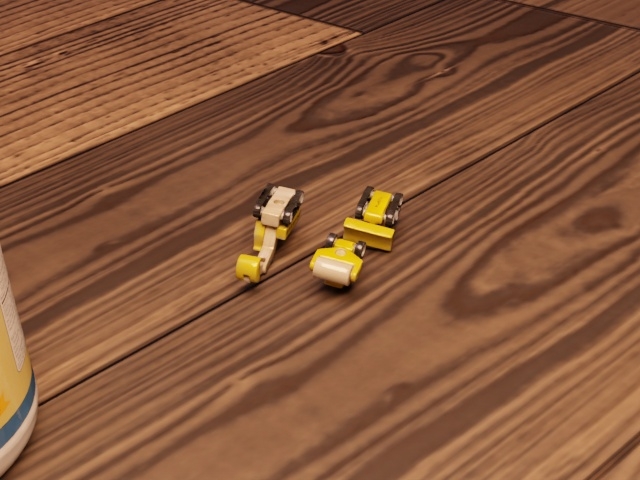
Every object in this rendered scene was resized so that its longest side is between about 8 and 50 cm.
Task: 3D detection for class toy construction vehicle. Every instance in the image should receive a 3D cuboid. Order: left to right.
[{"bbox_3d":[0.000,0.000,0.710,0.086,0.035,0.098,12,35,9],"label":"toy construction vehicle"}]

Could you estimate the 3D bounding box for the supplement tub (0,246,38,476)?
[{"bbox_3d":[-0.219,0.019,0.538,0.144,0.200,0.144,-5,30,3],"label":"supplement tub"}]
